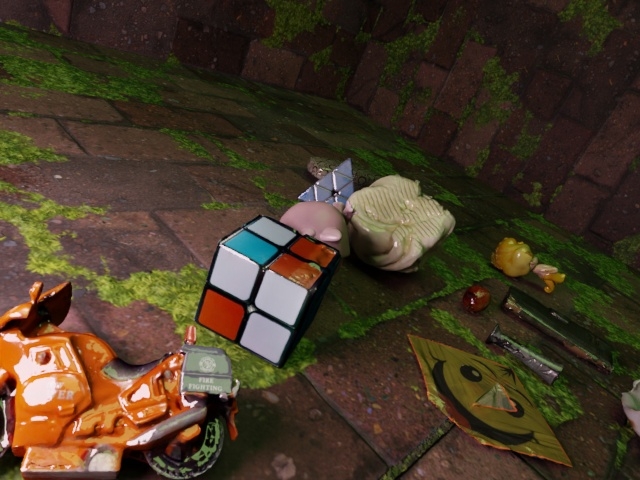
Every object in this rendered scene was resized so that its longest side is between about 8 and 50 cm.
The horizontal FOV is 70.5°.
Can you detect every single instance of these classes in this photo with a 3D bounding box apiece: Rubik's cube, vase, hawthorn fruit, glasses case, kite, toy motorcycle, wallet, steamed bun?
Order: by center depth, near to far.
[{"bbox_3d":[-0.257,0.161,0.532,0.325,0.148,0.221,11,49,-21],"label":"toy motorcycle"},{"bbox_3d":[-0.087,0.079,0.798,0.180,0.167,0.183,25,23,6],"label":"Rubik's cube"},{"bbox_3d":[0.332,0.302,0.912,0.377,0.013,0.327,38,27,33],"label":"kite"},{"bbox_3d":[0.476,0.265,1.064,0.167,0.059,0.059,33,26,20],"label":"vase"},{"bbox_3d":[0.418,0.157,1.216,0.077,0.077,0.077,20,25,-9],"label":"hawthorn fruit"},{"bbox_3d":[0.197,-0.021,1.245,0.268,0.207,0.280,35,53,23],"label":"steamed bun"},{"bbox_3d":[0.680,0.245,1.303,0.317,0.044,0.169,34,25,19],"label":"wallet"},{"bbox_3d":[0.020,-0.125,1.444,0.178,0.211,0.191,-10,61,-18],"label":"Rubik's cube"},{"bbox_3d":[0.114,-0.245,1.732,0.354,0.085,0.137,9,27,-28],"label":"glasses case"}]

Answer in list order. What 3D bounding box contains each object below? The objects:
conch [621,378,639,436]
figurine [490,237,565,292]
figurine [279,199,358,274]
[{"bbox_3d":[0.749,0.392,0.941,0.274,0.182,0.149,-13,77,-51],"label":"conch"},{"bbox_3d":[0.717,0.084,1.574,0.246,0.131,0.156,27,-10,10],"label":"figurine"},{"bbox_3d":[0.000,0.000,0.998,0.176,0.186,0.287,-7,9,3],"label":"figurine"}]
